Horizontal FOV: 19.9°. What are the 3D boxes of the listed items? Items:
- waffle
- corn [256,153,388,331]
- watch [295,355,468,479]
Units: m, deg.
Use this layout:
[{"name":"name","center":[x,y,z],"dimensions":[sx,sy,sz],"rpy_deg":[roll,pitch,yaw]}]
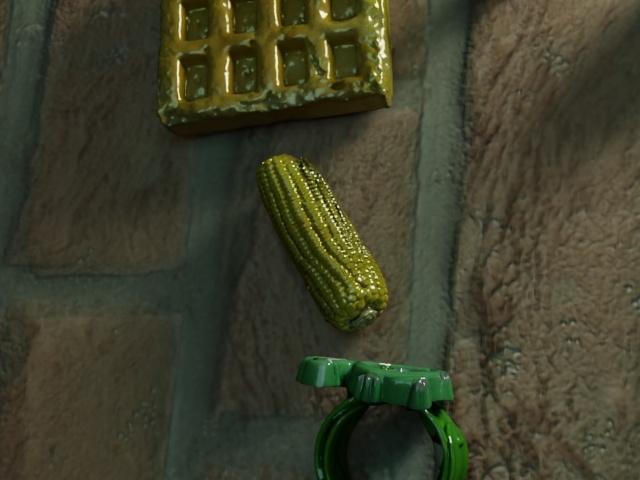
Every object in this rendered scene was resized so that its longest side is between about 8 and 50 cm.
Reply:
[{"name":"waffle","center":[-0.047,-0.226,1.898],"dimensions":[0.248,0.055,0.221],"rpy_deg":[-6,68,15]},{"name":"corn","center":[0.000,0.000,1.790],"dimensions":[0.072,0.072,0.203],"rpy_deg":[-33,63,4]},{"name":"watch","center":[0.053,0.187,1.688],"dimensions":[0.165,0.131,0.152],"rpy_deg":[4,90,15]}]
